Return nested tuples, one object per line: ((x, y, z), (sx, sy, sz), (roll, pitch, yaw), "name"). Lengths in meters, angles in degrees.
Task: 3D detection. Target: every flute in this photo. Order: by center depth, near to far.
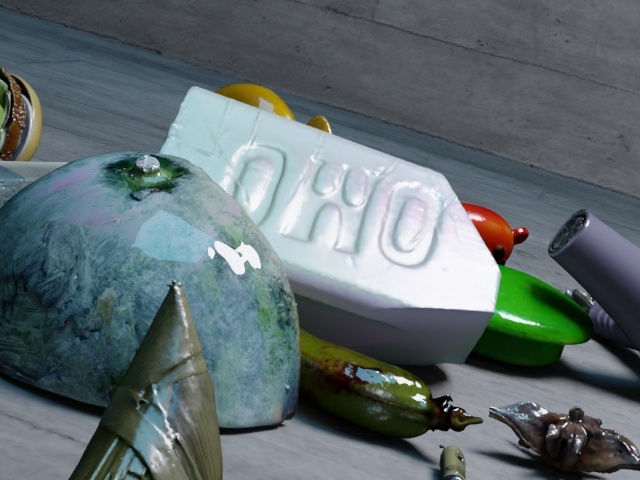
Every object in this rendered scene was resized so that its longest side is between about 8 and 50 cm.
((0.097, 0.197, 0.913), (0.027, 0.027, 0.233), (16, 12, 1), "flute")

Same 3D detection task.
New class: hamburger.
((-0.400, -0.139, 1.472), (0.175, 0.175, 0.137), (25, 4, 38), "hamburger")

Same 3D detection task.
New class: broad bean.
((-0.017, 0.103, 1.098), (0.339, 0.061, 0.077), (23, 8, 29), "broad bean")

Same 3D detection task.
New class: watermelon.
((-0.168, 0.019, 1.028), (0.322, 0.175, 0.188), (21, 13, 28), "watermelon")

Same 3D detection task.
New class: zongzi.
((-0.112, 0.120, 0.658), (0.081, 0.178, 0.189), (1, 7, 23), "zongzi")

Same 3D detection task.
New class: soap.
((0.000, 0.000, 1.248), (0.347, 0.115, 0.208), (20, 48, -2), "soap")

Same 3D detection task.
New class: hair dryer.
((0.344, 0.081, 1.477), (0.301, 0.121, 0.361), (38, -8, -10), "hair dryer")

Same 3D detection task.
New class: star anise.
((0.203, 0.166, 1.090), (0.129, 0.056, 0.124), (17, 1, -6), "star anise")

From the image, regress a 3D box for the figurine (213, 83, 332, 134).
((-0.066, -0.086, 1.547), (0.215, 0.215, 0.228), (23, 13, 30), "figurine")

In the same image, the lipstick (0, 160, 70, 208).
((-0.283, -0.048, 1.427), (0.068, 0.066, 0.317), (23, 15, 32), "lipstick")

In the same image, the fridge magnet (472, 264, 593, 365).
((0.198, 0.076, 1.404), (0.208, 0.088, 0.208), (14, 12, -3), "fridge magnet")

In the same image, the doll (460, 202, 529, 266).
((0.140, 0.007, 1.541), (0.217, 0.085, 0.183), (5, -28, 3), "doll")
